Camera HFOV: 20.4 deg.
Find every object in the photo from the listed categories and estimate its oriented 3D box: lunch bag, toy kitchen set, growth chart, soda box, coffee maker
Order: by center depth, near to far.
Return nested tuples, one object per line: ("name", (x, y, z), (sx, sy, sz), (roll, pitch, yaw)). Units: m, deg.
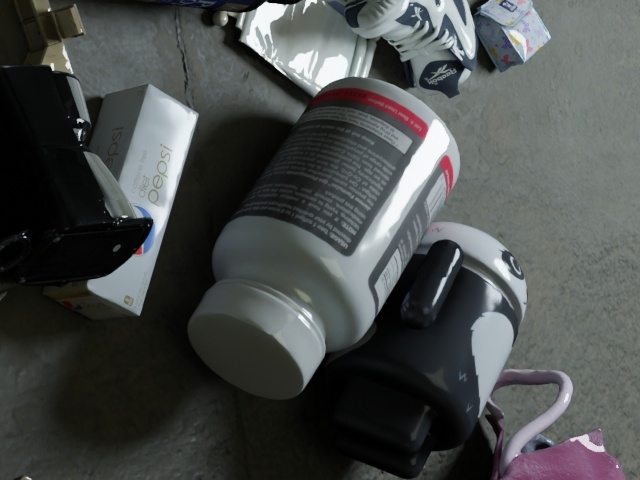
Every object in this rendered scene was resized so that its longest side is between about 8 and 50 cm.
("coffee maker", (-0.252, -0.061, 1.554), (0.178, 0.120, 0.171), (61, 18, 21))
("toy kitchen set", (-0.266, -0.184, 1.636), (0.075, 0.068, 0.083), (-26, 102, -42))
("soda box", (-0.188, -0.036, 1.685), (0.069, 0.074, 0.216), (30, 65, -37))
("growth chart", (-0.020, -0.238, 1.909), (0.237, 0.021, 0.172), (40, 58, -32))
("lunch bag", (0.226, -0.255, 2.124), (0.071, 0.053, 0.083), (-41, 103, -40))

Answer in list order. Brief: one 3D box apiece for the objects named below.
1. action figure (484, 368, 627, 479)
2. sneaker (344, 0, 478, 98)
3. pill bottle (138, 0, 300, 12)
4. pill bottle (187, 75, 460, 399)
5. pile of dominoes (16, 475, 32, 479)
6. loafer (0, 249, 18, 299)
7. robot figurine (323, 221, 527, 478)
("action figure", (0.197, 0.301, 1.888), (0.370, 0.248, 0.276), (-14, 93, -46))
("sneaker", (0.114, -0.221, 1.965), (0.153, 0.094, 0.235), (69, 24, -12))
("pill bottle", (-0.111, -0.289, 1.752), (0.219, 0.122, 0.123), (1, 83, -40))
("pill bottle", (0.000, 0.000, 1.789), (0.176, 0.176, 0.318), (51, 53, -26))
("pile of dominoes", (-0.227, 0.357, 1.619), (0.196, 0.040, 0.251), (31, 64, -37))
("loafer", (-0.352, 0.034, 1.527), (0.251, 0.087, 0.094), (-15, 69, -54))
("robot figurine", (0.113, 0.111, 1.881), (0.173, 0.209, 0.278), (40, 59, -18))
